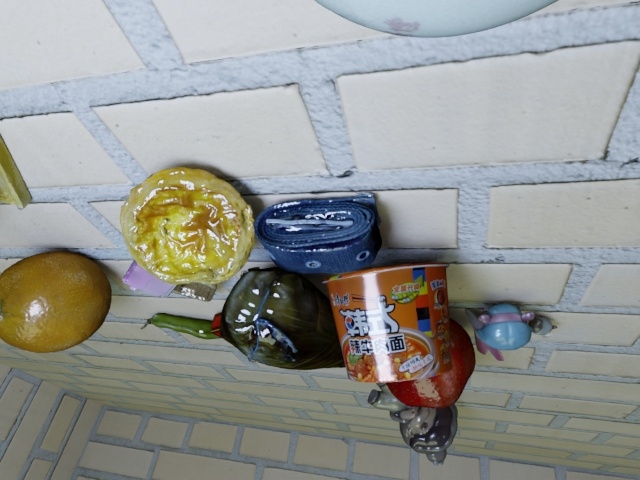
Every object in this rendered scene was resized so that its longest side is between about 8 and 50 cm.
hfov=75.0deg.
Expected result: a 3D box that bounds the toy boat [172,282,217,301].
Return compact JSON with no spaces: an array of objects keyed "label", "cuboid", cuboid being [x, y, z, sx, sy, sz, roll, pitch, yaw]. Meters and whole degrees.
[{"label":"toy boat","cuboid":[-0.348,0.086,1.034,0.188,0.061,0.116,19,147,-13]}]

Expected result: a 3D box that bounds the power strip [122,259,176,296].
[{"label":"power strip","cuboid":[-0.325,0.029,0.899,0.109,0.037,0.279,30,125,-25]}]

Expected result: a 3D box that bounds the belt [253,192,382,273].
[{"label":"belt","cuboid":[0.000,0.000,0.752,0.218,0.122,0.128,0,148,15]}]

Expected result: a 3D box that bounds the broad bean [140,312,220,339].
[{"label":"broad bean","cuboid":[-0.433,0.273,1.340,0.325,0.067,0.075,9,146,11]}]

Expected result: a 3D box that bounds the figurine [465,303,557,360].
[{"label":"figurine","cuboid":[0.445,0.223,0.976,0.206,0.102,0.260,2,155,17]}]

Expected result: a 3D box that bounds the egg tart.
[{"label":"egg tart","cuboid":[-0.236,-0.024,0.763,0.241,0.106,0.240,-2,114,-4]}]

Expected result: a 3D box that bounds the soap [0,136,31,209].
[{"label":"soap","cuboid":[-0.634,-0.151,0.786,0.092,0.037,0.252,16,146,-9]}]

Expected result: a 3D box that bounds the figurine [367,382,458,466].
[{"label":"figurine","cuboid":[0.342,0.630,1.522,0.381,0.248,0.203,38,145,-15]}]

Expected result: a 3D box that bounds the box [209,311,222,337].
[{"label":"box","cuboid":[-0.193,0.252,1.228,0.240,0.074,0.153,-22,130,38]}]

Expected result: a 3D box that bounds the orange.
[{"label":"orange","cuboid":[-0.670,0.151,1.041,0.264,0.264,0.264,8,146,5]}]

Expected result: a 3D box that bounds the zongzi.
[{"label":"zongzi","cuboid":[0.001,0.199,0.890,0.432,0.207,0.403,23,164,-7]}]

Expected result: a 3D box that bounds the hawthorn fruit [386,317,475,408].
[{"label":"hawthorn fruit","cuboid":[0.262,0.266,1.005,0.210,0.230,0.265,28,139,43]}]

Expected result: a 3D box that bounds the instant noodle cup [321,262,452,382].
[{"label":"instant noodle cup","cuboid":[0.135,0.156,0.802,0.251,0.192,0.250,-6,170,-1]}]

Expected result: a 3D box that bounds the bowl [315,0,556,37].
[{"label":"bowl","cuboid":[0.084,-0.282,0.244,0.435,0.195,0.434,8,147,5]}]
